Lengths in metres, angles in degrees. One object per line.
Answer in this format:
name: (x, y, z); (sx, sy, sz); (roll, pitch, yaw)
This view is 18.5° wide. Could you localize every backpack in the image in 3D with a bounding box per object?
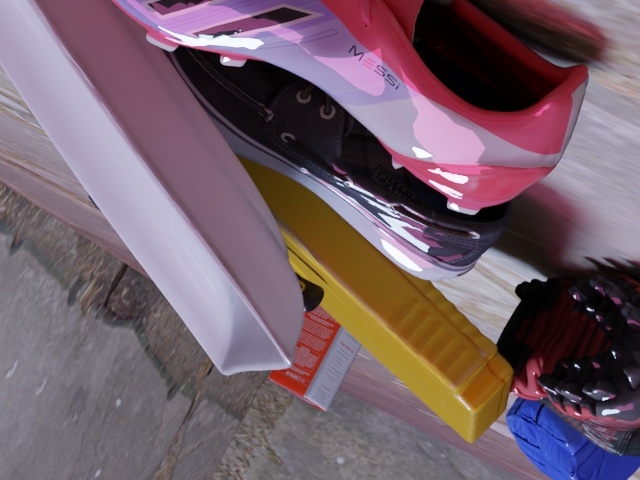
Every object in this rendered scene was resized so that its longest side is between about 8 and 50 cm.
backpack: (0.228, 0.163, 1.769); (0.120, 0.098, 0.101); (33, 159, 55)

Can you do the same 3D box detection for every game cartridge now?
game cartridge: (0.000, 0.000, 1.309); (0.323, 0.053, 0.285); (42, 175, 9)

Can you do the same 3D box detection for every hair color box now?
hair color box: (0.012, 0.081, 1.808); (0.043, 0.141, 0.072); (26, 172, 23)

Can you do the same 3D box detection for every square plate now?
square plate: (-0.121, -0.078, 1.092); (0.344, 0.049, 0.347); (55, 171, -1)

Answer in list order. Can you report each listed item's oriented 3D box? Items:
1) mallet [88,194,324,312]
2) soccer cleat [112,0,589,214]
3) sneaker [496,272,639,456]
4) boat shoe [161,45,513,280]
mallet: (-0.077, 0.000, 1.259); (0.189, 0.062, 0.039); (42, 172, 34)
soccer cleat: (0.001, -0.104, 0.851); (0.248, 0.083, 0.095); (33, 144, 0)
sneaker: (0.202, 0.087, 1.291); (0.135, 0.097, 0.276); (30, 175, -7)
boat shoe: (0.009, -0.064, 1.074); (0.228, 0.080, 0.076); (40, 143, -9)
